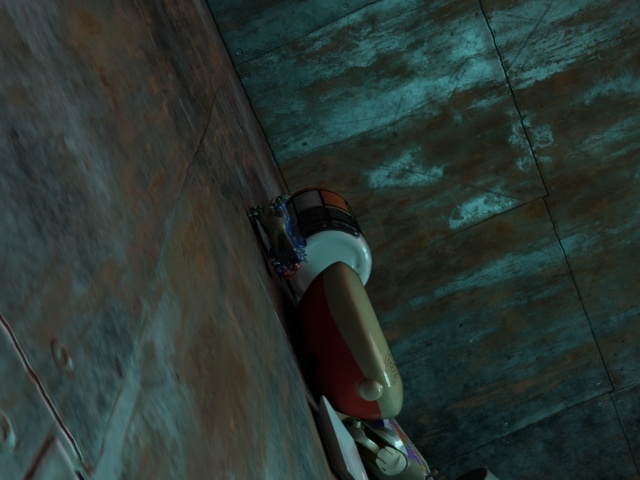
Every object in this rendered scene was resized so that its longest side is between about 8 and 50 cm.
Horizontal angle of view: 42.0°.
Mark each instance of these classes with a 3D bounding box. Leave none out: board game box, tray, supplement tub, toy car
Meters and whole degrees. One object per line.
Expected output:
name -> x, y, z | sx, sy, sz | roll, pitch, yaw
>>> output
board game box -> 0.205, 0.577, 2.249 | 0.233, 0.078, 0.347 | 53, 2, 0
tray -> 0.044, 0.391, 1.507 | 0.270, 0.030, 0.145 | 65, 4, -56
supplement tub -> 0.000, 0.000, 2.056 | 0.338, 0.207, 0.207 | -107, 174, -66
toy car -> -0.053, 0.097, 1.811 | 0.122, 0.060, 0.040 | 61, 35, -7

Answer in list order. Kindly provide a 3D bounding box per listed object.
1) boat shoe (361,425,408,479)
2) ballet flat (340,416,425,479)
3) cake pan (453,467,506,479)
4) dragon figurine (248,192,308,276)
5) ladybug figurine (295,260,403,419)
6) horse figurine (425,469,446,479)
boat shoe -> 0.165, 0.574, 1.878 | 0.118, 0.103, 0.320 | 2, -62, 48
ballet flat -> 0.114, 0.424, 1.660 | 0.213, 0.072, 0.068 | 31, -18, 39
cake pan -> 0.244, 0.549, 1.641 | 0.054, 0.293, 0.293 | 51, 0, 7
dragon figurine -> -0.083, -0.015, 1.745 | 0.289, 0.085, 0.144 | -98, 166, -79
ladybug figurine -> 0.050, 0.211, 1.694 | 0.449, 0.162, 0.305 | -107, 175, -75
horse figurine -> 0.177, 0.530, 1.699 | 0.066, 0.174, 0.263 | 61, -5, 5
